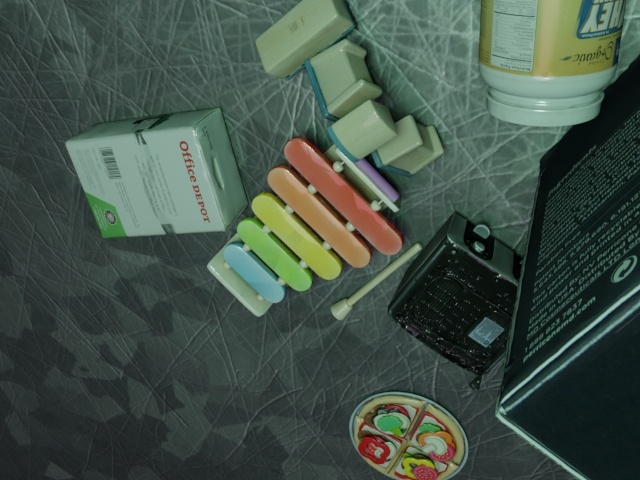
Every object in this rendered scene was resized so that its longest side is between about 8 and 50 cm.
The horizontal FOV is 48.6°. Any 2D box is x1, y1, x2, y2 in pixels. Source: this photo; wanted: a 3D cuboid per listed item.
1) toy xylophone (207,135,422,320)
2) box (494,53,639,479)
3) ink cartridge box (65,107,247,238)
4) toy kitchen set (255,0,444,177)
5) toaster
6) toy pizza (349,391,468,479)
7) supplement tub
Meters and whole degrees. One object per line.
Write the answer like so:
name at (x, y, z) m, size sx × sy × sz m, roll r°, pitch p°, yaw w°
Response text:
toy xylophone at (0.000, 0.000, 1.003) m, size 0.236 × 0.081 × 0.322 m, roll 38°, pitch 126°, yaw -4°
box at (0.453, 0.067, 0.634) m, size 0.480 × 0.471 × 0.297 m, roll 37°, pitch 123°, yaw -2°
ink cartridge box at (-0.234, -0.096, 1.031) m, size 0.220 × 0.092 × 0.160 m, roll -2°, pitch 118°, yaw 22°
toy kitchen set at (0.039, -0.182, 0.899) m, size 0.122 × 0.166 × 0.207 m, roll -30°, pitch 68°, yaw 31°
toaster at (0.199, 0.078, 0.957) m, size 0.168 × 0.110 × 0.185 m, roll 34°, pitch 124°, yaw 0°
toy pizza at (0.142, 0.336, 1.173) m, size 0.201 × 0.032 × 0.201 m, roll 9°, pitch 121°, yaw 16°
supplement tub at (0.240, -0.234, 0.740) m, size 0.144 × 0.144 × 0.199 m, roll 6°, pitch 120°, yaw 18°
